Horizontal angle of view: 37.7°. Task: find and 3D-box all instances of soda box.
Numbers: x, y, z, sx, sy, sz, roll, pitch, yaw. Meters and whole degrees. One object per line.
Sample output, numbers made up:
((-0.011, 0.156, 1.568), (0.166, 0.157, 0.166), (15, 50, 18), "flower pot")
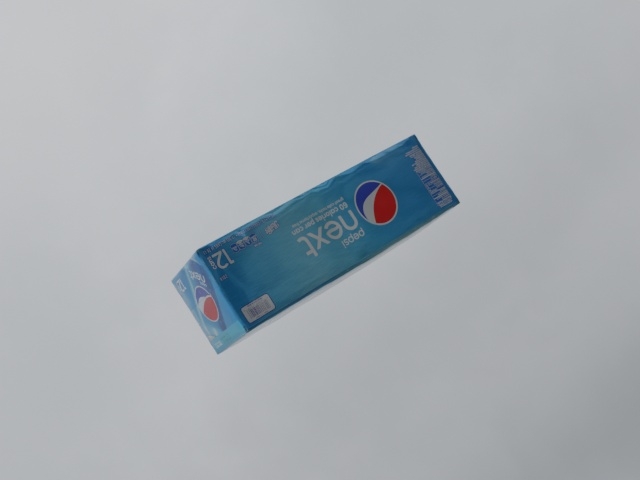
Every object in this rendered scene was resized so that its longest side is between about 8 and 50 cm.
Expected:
((0.000, 0.000, 0.697), (0.210, 0.067, 0.071), (-29, -6, -30), "soda box")
